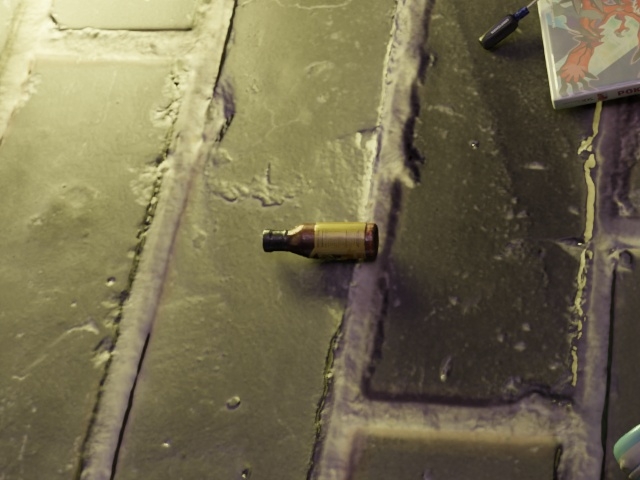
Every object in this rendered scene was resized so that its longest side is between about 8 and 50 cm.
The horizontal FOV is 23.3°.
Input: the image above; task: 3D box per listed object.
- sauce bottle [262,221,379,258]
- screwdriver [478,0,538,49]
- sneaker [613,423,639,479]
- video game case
[{"bbox_3d":[0.000,0.000,1.727,0.128,0.042,0.042,0,55,13],"label":"sauce bottle"},{"bbox_3d":[0.260,-0.287,1.864,0.170,0.024,0.025,-37,36,4],"label":"screwdriver"},{"bbox_3d":[0.455,0.204,1.426,0.319,0.127,0.208,-29,71,4],"label":"sneaker"},{"bbox_3d":[0.354,-0.251,1.830,0.183,0.023,0.201,-11,53,12],"label":"video game case"}]
